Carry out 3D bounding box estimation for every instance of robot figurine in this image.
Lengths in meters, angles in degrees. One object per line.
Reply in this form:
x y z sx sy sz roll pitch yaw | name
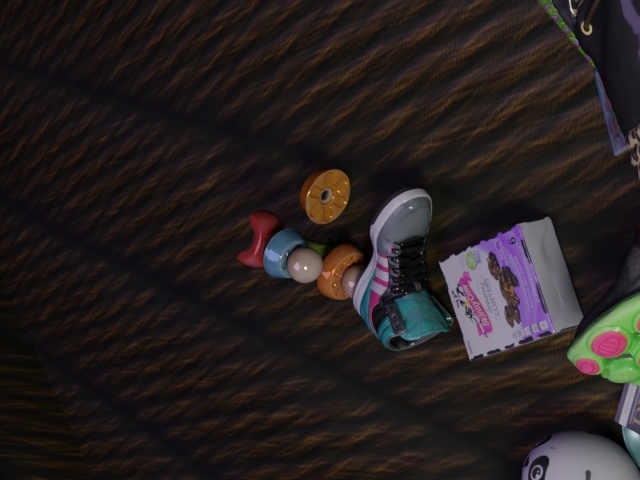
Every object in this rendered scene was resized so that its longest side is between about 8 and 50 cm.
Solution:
0.347 0.398 1.746 0.209 0.173 0.278 41 135 44 | robot figurine

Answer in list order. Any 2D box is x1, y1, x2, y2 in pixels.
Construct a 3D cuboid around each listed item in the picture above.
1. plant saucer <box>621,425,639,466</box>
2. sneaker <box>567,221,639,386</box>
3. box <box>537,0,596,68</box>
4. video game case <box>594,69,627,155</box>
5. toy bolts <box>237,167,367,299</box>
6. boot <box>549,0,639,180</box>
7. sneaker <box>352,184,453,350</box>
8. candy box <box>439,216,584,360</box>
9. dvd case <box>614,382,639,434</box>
0.459 0.262 1.687 0.119 0.021 0.119 22 118 52 | plant saucer
0.459 -0.004 1.489 0.202 0.185 0.483 -85 20 -51 | sneaker
0.409 -0.345 1.445 0.290 0.177 0.279 58 140 28 | box
0.375 -0.172 1.595 0.166 0.015 0.119 6 -109 -82 | video game case
0.000 0.000 2.112 0.158 0.228 0.218 29 113 42 | toy bolts
0.383 -0.239 1.239 0.377 0.138 0.284 -36 69 56 | boot
0.143 0.070 1.994 0.178 0.123 0.295 57 148 36 | sneaker
0.279 0.075 1.849 0.196 0.070 0.165 -30 75 54 | candy box
0.486 0.205 1.605 0.221 0.018 0.164 29 114 46 | dvd case
